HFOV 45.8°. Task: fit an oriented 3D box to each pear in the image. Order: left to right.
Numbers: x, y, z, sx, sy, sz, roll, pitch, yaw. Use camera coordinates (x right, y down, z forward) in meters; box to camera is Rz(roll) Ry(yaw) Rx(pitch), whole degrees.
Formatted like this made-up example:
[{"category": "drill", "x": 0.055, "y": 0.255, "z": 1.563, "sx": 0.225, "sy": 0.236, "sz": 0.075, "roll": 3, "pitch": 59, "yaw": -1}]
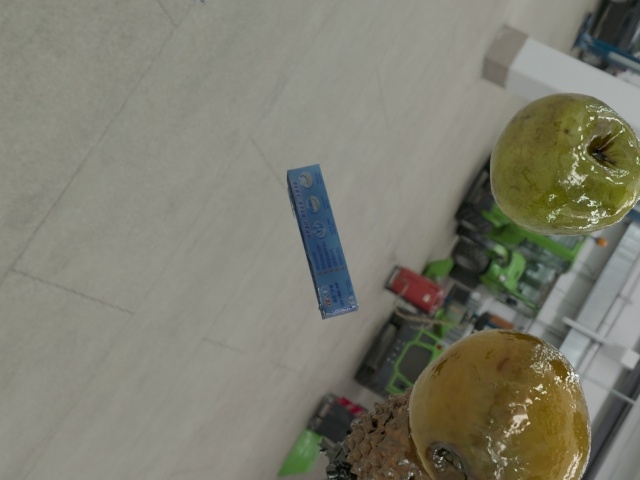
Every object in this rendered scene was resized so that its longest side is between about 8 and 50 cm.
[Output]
[{"category": "pear", "x": 0.495, "y": -0.141, "z": 1.563, "sx": 0.304, "sy": 0.304, "sz": 0.304, "roll": -53, "pitch": 164, "yaw": -23}]

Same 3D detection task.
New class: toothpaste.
[{"category": "toothpaste", "x": 0.000, "y": 0.000, "z": 1.331, "sx": 0.066, "sy": 0.272, "sz": 0.053, "roll": -13, "pitch": 162, "yaw": -7}]

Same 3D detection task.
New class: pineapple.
[{"category": "pineapple", "x": 0.113, "y": 0.402, "z": 1.407, "sx": 0.357, "sy": 0.223, "sz": 0.223, "roll": -31, "pitch": -170, "yaw": 46}]

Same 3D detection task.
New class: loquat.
[{"category": "loquat", "x": 0.265, "y": 0.262, "z": 1.126, "sx": 0.274, "sy": 0.275, "sz": 0.275, "roll": -53, "pitch": 164, "yaw": -23}]

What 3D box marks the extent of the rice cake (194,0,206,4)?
[{"category": "rice cake", "x": -0.162, "y": -0.353, "z": 0.961, "sx": 0.049, "sy": 0.055, "sz": 0.270, "roll": -56, "pitch": -156, "yaw": 19}]
